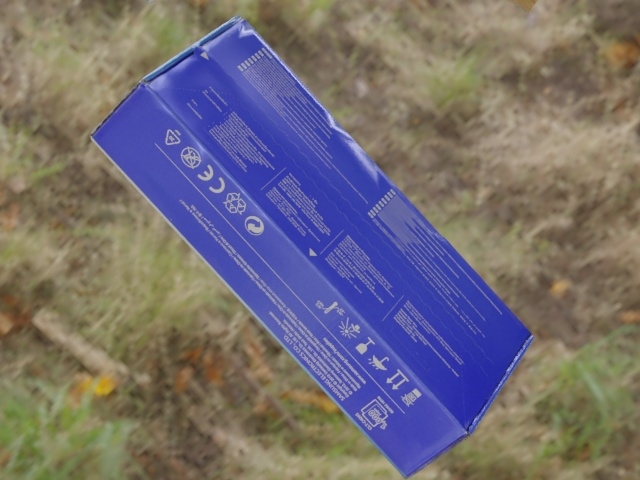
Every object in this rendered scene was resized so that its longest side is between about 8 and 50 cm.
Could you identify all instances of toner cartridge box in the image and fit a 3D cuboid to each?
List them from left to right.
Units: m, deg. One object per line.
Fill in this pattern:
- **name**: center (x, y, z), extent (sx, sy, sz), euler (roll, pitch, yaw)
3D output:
- **toner cartridge box**: center (0.000, 0.000, 1.313), extent (0.348, 0.075, 0.165), euler (48, 33, -2)

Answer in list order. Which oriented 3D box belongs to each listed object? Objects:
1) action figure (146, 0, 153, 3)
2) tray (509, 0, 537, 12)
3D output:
- **action figure**: center (-0.182, -0.355, 1.701), extent (0.285, 0.185, 0.099), euler (46, 0, 28)
- **tray**: center (0.011, -0.281, 0.787), extent (0.411, 0.203, 0.076), euler (24, 18, -40)
